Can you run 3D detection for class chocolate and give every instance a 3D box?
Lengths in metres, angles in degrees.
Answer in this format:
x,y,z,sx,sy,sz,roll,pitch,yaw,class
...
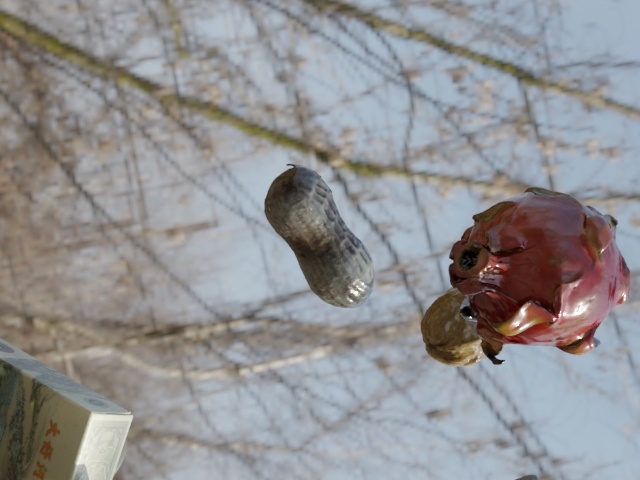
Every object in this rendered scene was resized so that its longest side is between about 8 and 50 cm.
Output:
x,y,z,sx,sy,sz,roll,pitch,yaw,class
0.000,0.000,2.164,0.248,0.110,0.110,55,-9,-18,chocolate

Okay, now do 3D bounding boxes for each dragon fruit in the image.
x,y,z,sx,sy,sz,roll,pitch,yaw,class
0.167,0.022,1.099,0.133,0.166,0.136,-22,-109,38,dragon fruit

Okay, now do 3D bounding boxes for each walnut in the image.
x,y,z,sx,sy,sz,roll,pitch,yaw,class
0.151,0.087,1.506,0.082,0.096,0.079,24,-42,57,walnut

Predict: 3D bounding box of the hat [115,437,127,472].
x,y,z,sx,sy,sz,roll,pitch,yaw,class
-0.372,0.365,2.238,0.082,0.193,0.193,51,-31,42,hat

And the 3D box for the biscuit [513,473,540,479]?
x,y,z,sx,sy,sz,roll,pitch,yaw,class
0.171,0.501,2.093,0.076,0.394,0.368,43,-31,32,biscuit

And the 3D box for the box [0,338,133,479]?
x,y,z,sx,sy,sz,roll,pitch,yaw,class
-0.339,0.221,1.629,0.256,0.069,0.164,22,-83,37,box
